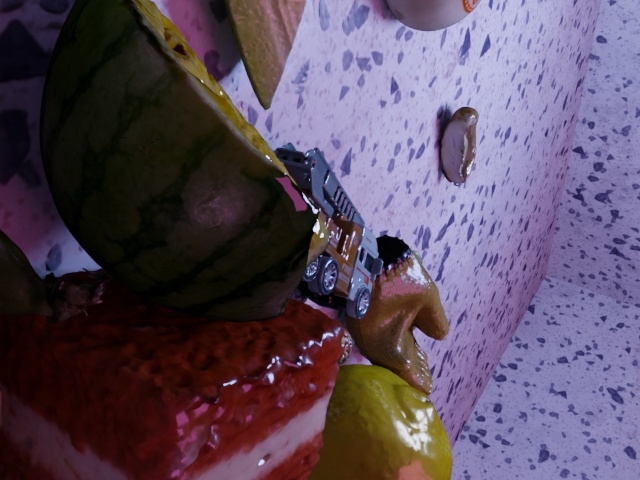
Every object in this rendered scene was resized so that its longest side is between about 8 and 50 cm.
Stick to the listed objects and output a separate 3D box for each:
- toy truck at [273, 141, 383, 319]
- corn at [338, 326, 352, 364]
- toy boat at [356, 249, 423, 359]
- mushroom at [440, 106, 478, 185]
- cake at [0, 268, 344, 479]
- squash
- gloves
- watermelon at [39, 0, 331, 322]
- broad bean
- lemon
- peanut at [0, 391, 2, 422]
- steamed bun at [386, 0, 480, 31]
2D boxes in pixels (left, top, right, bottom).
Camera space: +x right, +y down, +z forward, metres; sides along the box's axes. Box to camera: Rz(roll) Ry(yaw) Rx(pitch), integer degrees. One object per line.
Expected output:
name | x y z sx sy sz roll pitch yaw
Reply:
toy truck | 0.000 0.000 0.948 0.338 0.133 0.184 40 64 -59
corn | -0.024 0.181 1.081 0.253 0.086 0.086 15 96 -60
toy boat | 0.186 0.154 1.432 0.276 0.084 0.111 -57 148 -19
mushroom | 0.319 -0.225 1.415 0.094 0.072 0.209 -51 151 -26
cake | -0.170 0.202 0.631 0.269 0.270 0.319 -12 120 -57
squash | -0.029 -0.319 0.680 0.203 0.111 0.288 -26 136 -8
gloves | 0.154 0.159 1.261 0.203 0.155 0.356 -34 113 -31
watermelon | -0.130 -0.054 0.540 0.189 0.331 0.331 -42 149 -3
broad bean | -0.238 -0.070 0.439 0.049 0.144 0.292 -1 71 -65
lemon | 0.067 0.393 1.130 0.348 0.348 0.348 -40 141 -43
peanut | -0.314 0.074 0.400 0.158 0.174 0.340 -23 130 -22
steamed bun | 0.204 -0.445 0.977 0.232 0.145 0.231 -39 140 -43
